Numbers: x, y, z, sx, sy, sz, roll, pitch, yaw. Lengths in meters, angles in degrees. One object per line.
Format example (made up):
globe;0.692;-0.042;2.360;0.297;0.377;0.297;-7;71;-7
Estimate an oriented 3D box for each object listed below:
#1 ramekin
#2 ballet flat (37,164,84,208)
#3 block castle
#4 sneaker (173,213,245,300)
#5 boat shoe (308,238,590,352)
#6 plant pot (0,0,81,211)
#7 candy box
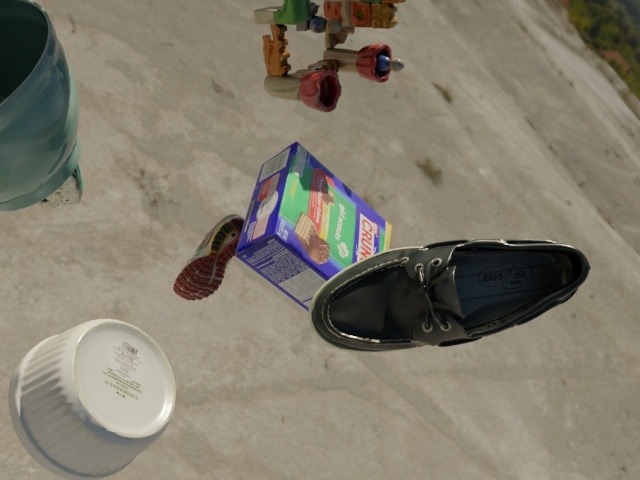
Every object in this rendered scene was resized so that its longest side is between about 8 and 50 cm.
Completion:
ramekin;-0.293;0.204;0.898;0.207;0.109;0.207;39;32;-31
ballet flat;-0.514;-0.115;1.249;0.147;0.409;0.147;1;86;-17
block castle;0.027;-0.517;1.358;0.303;0.213;0.453;-36;130;-43
sneaker;-0.233;0.037;1.452;0.088;0.225;0.093;40;6;-21
boat shoe;0.158;0.060;0.788;0.340;0.113;0.127;-4;81;-9
plant pot;-0.456;-0.163;0.923;0.196;0.293;0.293;69;7;-52
candy box;0.000;0.000;1.394;0.317;0.122;0.268;40;41;-30
